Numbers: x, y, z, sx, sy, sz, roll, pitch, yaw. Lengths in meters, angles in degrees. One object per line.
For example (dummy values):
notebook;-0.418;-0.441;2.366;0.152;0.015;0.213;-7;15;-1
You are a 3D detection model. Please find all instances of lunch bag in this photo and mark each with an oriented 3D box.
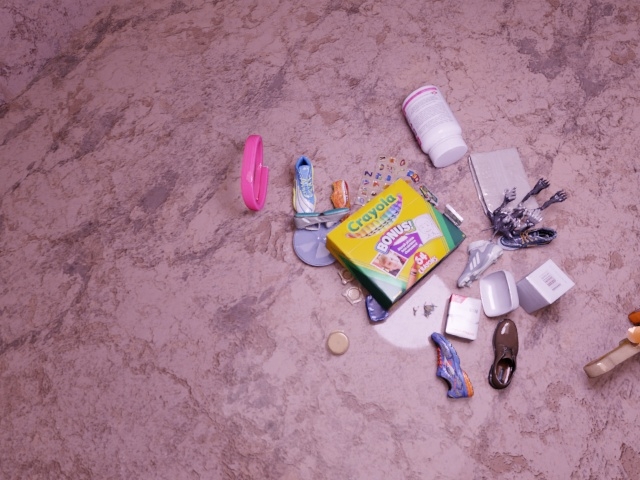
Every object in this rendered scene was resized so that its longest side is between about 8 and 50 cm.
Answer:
lunch bag;0.190;0.224;1.409;0.067;0.065;0.098;-10;79;-2

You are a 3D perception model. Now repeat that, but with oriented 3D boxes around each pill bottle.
pill bottle;0.437;-0.433;1.577;0.160;0.160;0.283;-20;69;-2

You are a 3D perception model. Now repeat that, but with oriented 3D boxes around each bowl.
bowl;0.594;0.176;1.358;0.053;0.142;0.142;4;69;-17

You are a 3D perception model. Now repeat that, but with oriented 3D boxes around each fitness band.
fitness band;-0.243;-0.252;1.547;0.054;0.209;0.291;1;70;4

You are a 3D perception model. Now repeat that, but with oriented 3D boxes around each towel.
towel;0.677;-0.212;1.534;0.187;0.049;0.282;-9;70;0

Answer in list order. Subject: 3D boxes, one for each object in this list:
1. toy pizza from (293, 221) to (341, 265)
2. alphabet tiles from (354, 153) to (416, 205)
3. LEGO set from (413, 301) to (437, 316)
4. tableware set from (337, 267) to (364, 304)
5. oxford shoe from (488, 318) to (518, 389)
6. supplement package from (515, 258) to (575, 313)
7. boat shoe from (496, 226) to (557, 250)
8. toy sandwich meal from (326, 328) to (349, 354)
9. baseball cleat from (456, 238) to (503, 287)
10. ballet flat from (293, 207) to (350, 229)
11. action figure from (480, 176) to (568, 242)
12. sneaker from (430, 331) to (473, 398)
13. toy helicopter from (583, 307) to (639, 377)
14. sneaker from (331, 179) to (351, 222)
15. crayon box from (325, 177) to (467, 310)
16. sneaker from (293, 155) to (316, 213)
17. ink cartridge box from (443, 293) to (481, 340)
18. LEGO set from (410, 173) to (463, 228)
toy pizza;0.000;0.000;1.527;0.201;0.032;0.201;-2;70;6
alphabet tiles;0.258;-0.224;1.598;0.198;0.009;0.237;14;71;10
LEGO set;0.360;0.237;1.415;0.083;0.023;0.054;3;67;20
tableware set;0.146;0.140;1.469;0.168;0.020;0.141;-23;70;-4
oxford shoe;0.594;0.356;1.308;0.083;0.096;0.227;10;70;11
supplement package;0.702;0.152;1.326;0.105;0.179;0.105;-35;71;-8
boat shoe;0.718;-0.012;1.436;0.183;0.083;0.065;-6;69;3
toy sandwich meal;0.059;0.344;1.398;0.085;0.029;0.085;-1;74;3
baseball cleat;0.534;0.076;1.440;0.206;0.072;0.109;-36;55;-10
ballet flat;0.008;-0.076;1.505;0.213;0.072;0.068;-6;107;9
action figure;0.679;-0.107;1.400;0.275;0.141;0.164;-35;65;-4
sneaker;0.405;0.400;1.319;0.087;0.083;0.221;-23;67;2
toy helicopter;0.946;0.308;1.217;0.355;0.235;0.140;-28;70;-5
sneaker;0.075;-0.145;1.568;0.067;0.064;0.175;-13;63;24
crayon box;0.254;0.003;1.416;0.363;0.106;0.313;-38;71;-19
sneaker;-0.068;-0.212;1.561;0.091;0.126;0.240;-6;69;3
ink cartridge box;0.473;0.257;1.375;0.099;0.056;0.135;13;71;10
LEGO set;0.415;-0.137;1.458;0.060;0.182;0.244;-40;71;-2
